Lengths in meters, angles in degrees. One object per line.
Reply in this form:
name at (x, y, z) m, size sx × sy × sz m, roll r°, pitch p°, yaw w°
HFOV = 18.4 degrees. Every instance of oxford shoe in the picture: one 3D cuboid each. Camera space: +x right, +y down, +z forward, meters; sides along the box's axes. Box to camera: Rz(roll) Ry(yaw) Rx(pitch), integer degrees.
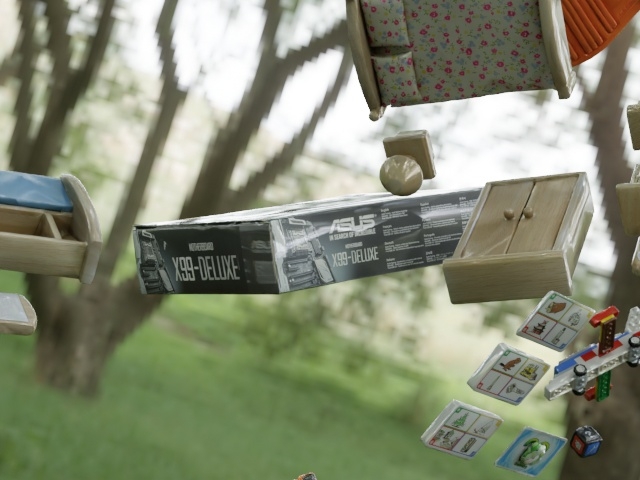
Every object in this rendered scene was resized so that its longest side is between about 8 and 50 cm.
oxford shoe at (0.343, -0.330, 2.569) m, size 0.130 × 0.363 × 0.133 m, roll 58°, pitch 6°, yaw -30°

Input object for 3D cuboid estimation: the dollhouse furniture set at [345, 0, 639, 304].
dollhouse furniture set at (0.171, -0.139, 1.790) m, size 0.303 × 0.356 × 0.174 m, roll -5°, pitch 27°, yaw 20°

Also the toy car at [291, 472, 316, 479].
toy car at (-0.012, 0.309, 2.197) m, size 0.040 × 0.060 × 0.122 m, roll -2°, pitch -45°, yaw 34°

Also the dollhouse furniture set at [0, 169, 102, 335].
dollhouse furniture set at (-0.257, -0.113, 1.692) m, size 0.198 × 0.303 × 0.286 m, roll 7°, pitch 26°, yaw -24°

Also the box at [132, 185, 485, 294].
box at (0.000, 0.000, 2.036) m, size 0.307 × 0.077 × 0.242 m, roll -9°, pitch 4°, yaw -37°

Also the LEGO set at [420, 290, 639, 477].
LEGO set at (0.207, 0.129, 1.806) m, size 0.244 × 0.182 × 0.060 m, roll 22°, pitch 22°, yaw -49°
